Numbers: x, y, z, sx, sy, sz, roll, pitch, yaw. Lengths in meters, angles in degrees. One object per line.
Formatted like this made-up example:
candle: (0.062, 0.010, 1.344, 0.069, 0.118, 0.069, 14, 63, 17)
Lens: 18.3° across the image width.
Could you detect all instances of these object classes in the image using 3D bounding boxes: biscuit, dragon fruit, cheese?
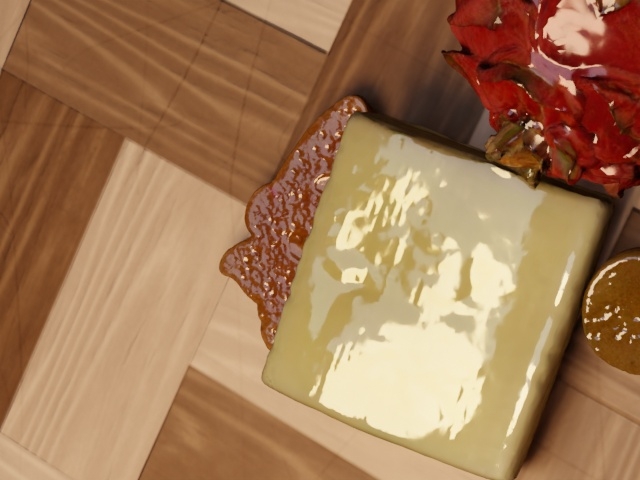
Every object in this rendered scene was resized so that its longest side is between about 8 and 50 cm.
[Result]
biscuit: (0.358, 0.021, 1.645, 0.301, 0.049, 0.197, -25, 96, 19)
dragon fruit: (0.241, -0.202, 1.618, 0.277, 0.277, 0.343, 21, 89, 25)
biscuit: (0.000, 0.000, 1.851, 0.183, 0.043, 0.280, 14, 94, 17)
cheese: (0.104, 0.049, 1.741, 0.242, 0.124, 0.266, 21, 98, 17)
